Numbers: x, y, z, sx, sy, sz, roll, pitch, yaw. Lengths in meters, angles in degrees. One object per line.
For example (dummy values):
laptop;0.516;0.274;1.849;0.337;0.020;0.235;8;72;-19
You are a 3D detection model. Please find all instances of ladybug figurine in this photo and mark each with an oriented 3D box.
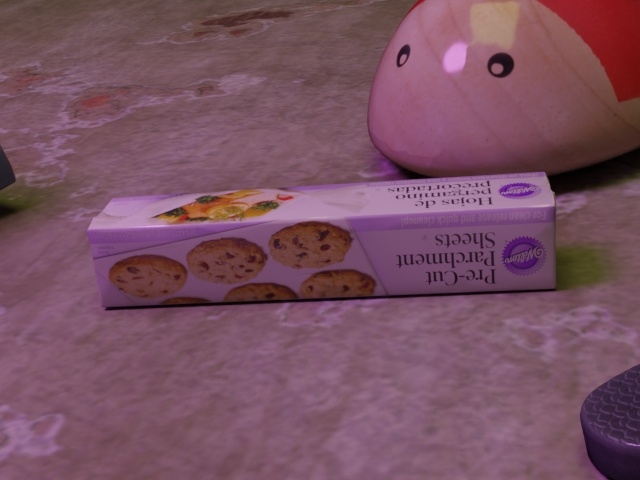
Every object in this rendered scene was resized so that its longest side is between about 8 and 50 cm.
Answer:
ladybug figurine;0.220;-0.192;0.936;0.305;0.162;0.449;10;28;33

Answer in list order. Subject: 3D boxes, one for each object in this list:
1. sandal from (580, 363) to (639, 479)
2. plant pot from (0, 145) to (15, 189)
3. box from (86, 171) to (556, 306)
sandal;0.251;0.067;0.493;0.254;0.055;0.097;-21;19;-8
plant pot;-0.471;-0.093;0.814;0.247;0.248;0.252;11;44;35
box;0.000;0.000;0.677;0.323;0.067;0.063;-2;25;8
